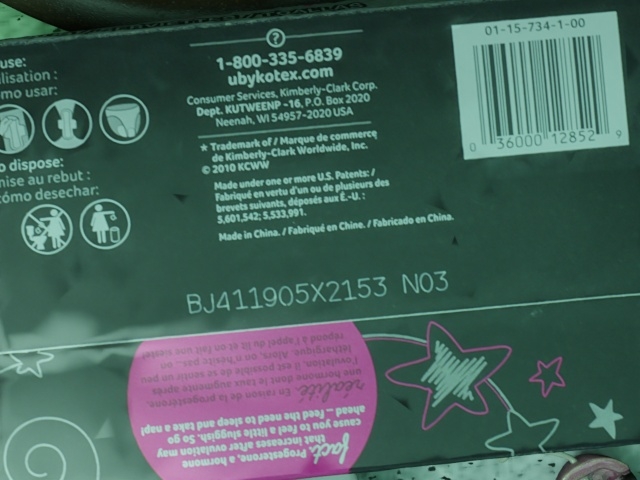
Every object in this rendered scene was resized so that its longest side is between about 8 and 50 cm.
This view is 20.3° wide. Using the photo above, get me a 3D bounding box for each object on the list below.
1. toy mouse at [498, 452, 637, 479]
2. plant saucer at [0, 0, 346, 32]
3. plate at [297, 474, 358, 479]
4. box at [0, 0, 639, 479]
[{"bbox_3d":[0.154,0.112,0.751,0.161,0.031,0.143,-6,101,-2],"label":"toy mouse"},{"bbox_3d":[-0.049,-0.203,0.627,0.311,0.050,0.310,0,118,1],"label":"plant saucer"},{"bbox_3d":[-0.096,0.243,0.673,0.278,0.045,0.277,-14,78,15],"label":"plate"},{"bbox_3d":[0.000,0.000,0.656,0.247,0.142,0.163,-6,89,-3],"label":"box"}]
